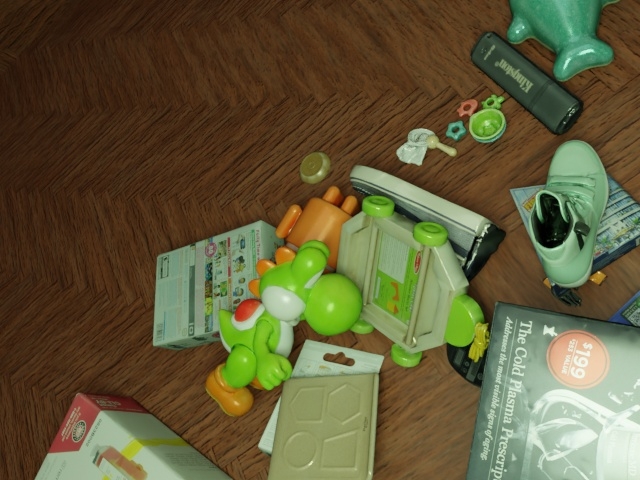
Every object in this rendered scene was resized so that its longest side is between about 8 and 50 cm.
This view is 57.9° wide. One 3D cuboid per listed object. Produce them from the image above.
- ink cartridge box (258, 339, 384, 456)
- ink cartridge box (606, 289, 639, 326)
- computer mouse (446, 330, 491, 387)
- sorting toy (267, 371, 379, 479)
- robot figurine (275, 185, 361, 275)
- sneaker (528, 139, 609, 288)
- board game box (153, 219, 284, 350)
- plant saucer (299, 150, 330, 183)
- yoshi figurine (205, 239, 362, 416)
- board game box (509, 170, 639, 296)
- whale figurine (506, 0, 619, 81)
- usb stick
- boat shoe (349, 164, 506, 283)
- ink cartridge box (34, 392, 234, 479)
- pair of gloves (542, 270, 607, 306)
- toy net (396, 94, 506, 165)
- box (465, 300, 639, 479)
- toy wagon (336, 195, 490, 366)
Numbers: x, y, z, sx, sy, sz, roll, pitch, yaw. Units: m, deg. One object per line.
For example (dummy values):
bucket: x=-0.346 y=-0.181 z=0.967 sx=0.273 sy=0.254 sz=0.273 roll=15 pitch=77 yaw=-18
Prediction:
ink cartridge box: x=0.012 y=0.319 z=1.102 sx=0.189 sy=0.066 sz=0.232 roll=6 pitch=53 yaw=33
ink cartridge box: x=0.500 y=0.235 z=0.803 sx=0.186 sy=0.065 sz=0.311 roll=-52 pitch=51 yaw=20
computer mouse: x=0.312 y=0.253 z=0.935 sx=0.262 sy=0.060 sz=0.184 roll=23 pitch=107 yaw=45
sorting toy: x=0.009 y=0.335 z=1.032 sx=0.208 sy=0.038 sz=0.193 roll=-12 pitch=49 yaw=26
robot figurine: x=-0.002 y=-0.001 z=1.180 sx=0.219 sy=0.158 sz=0.128 roll=-60 pitch=23 yaw=-3
sneaker: x=0.380 y=-0.071 z=0.883 sx=0.094 sy=0.151 sz=0.256 roll=-2 pitch=63 yaw=33
board game box: x=-0.226 y=0.107 z=1.290 sx=0.303 sy=0.097 sz=0.224 roll=-17 pitch=64 yaw=26
plant saucer: x=-0.017 y=-0.170 z=1.326 sx=0.083 sy=0.015 sz=0.083 roll=-11 pitch=65 yaw=26
yoshi figurine: x=-0.052 y=0.172 z=1.062 sx=0.362 sy=0.203 sz=0.203 roll=-57 pitch=40 yaw=27
board game box: x=0.422 y=-0.040 z=0.977 sx=0.194 sy=0.060 sz=0.194 roll=-36 pitch=53 yaw=11
whale figurine: x=0.451 y=-0.434 z=1.075 sx=0.216 sy=0.141 sz=0.272 roll=-17 pitch=64 yaw=24
usb stick: x=0.389 y=-0.307 z=1.110 sx=0.278 sy=0.045 sz=0.077 roll=57 pitch=139 yaw=34
boat shoe: x=0.162 y=-0.020 z=1.092 sx=0.340 sy=0.127 sz=0.158 roll=30 pitch=97 yaw=39
ink cartridge box: x=-0.397 y=0.525 z=1.182 sx=0.384 sy=0.160 sz=0.279 roll=20 pitch=82 yaw=35
pair of gloves: x=0.425 y=0.066 z=0.969 sx=0.083 sy=0.010 sz=0.074 roll=-48 pitch=55 yaw=7
toy net: x=0.255 y=-0.226 z=1.167 sx=0.232 sy=0.045 sz=0.122 roll=-12 pitch=65 yaw=27
box: x=0.360 y=0.272 z=0.716 sx=0.312 sy=0.179 sz=0.343 roll=8 pitch=85 yaw=28
toy wagon: x=0.157 y=0.087 z=0.996 sx=0.344 sy=0.068 sz=0.267 roll=32 pitch=128 yaw=40
